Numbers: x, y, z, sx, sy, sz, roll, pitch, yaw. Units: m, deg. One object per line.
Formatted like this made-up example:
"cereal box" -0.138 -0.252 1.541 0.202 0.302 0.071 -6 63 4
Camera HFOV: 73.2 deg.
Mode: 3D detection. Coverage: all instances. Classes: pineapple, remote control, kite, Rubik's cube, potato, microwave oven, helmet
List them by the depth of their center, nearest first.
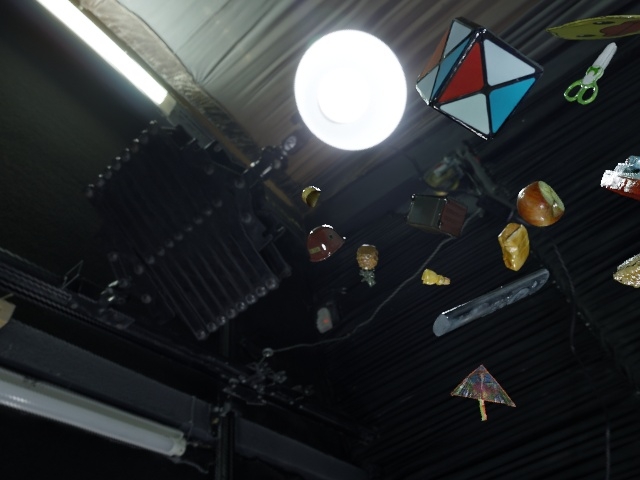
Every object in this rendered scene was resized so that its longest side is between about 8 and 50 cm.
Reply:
"remote control" 0.495 0.176 1.241 0.044 0.377 0.107 61 158 28
"kite" 0.483 0.453 1.287 0.010 0.190 0.159 17 -104 -51
"Rubik's cube" 0.469 -0.494 1.314 0.248 0.250 0.246 22 -149 -16
"helmet" 0.000 0.000 1.681 0.155 0.175 0.106 -44 -76 -34
"potato" -0.063 -0.228 2.149 0.066 0.096 0.103 23 -175 -40
"microwave oven" 0.581 -0.135 2.167 0.178 0.188 0.247 17 180 -35
"pineapple" 0.267 0.147 2.407 0.128 0.128 0.248 -98 1 -53

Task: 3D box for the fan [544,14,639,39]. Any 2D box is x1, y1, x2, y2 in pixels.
"fan" 0.673 -0.463 0.940 0.229 0.334 0.011 -40 -47 -68

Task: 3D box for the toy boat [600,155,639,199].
"toy boat" 1.060 -0.199 1.396 0.145 0.133 0.332 24 -163 3

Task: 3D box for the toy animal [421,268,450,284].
"toy animal" 0.652 0.212 2.402 0.159 0.083 0.070 15 -156 -3

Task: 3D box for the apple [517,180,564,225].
"apple" 0.900 -0.142 1.769 0.195 0.160 0.173 8 -144 -33

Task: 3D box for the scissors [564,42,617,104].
"scissors" 0.894 -0.545 1.405 0.027 0.204 0.101 21 -163 -38

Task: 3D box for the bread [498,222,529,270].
"bread" 0.506 0.017 1.119 0.053 0.074 0.132 29 156 46

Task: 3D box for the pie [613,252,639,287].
"pie" 0.884 0.036 1.072 0.128 0.282 0.068 20 -123 -13
